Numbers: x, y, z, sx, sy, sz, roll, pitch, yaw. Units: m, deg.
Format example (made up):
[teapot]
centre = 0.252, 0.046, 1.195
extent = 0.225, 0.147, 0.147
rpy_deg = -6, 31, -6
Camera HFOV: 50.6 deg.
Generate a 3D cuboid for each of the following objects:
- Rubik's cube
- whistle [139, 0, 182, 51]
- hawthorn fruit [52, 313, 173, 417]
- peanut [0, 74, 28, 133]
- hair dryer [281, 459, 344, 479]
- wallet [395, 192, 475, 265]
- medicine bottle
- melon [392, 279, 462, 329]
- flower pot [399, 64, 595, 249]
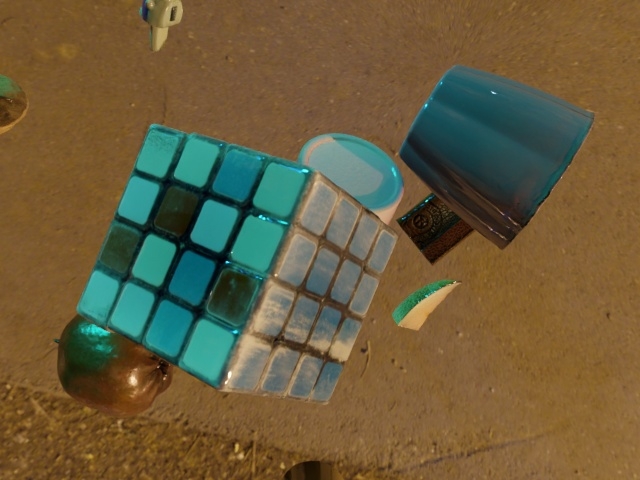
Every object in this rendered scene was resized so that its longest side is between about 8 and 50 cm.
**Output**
[Rubik's cube]
centre = -0.093, 0.034, 0.845
extent = 0.253, 0.259, 0.256
rpy_deg = 21, 86, 30
[whistle]
centre = -0.387, -0.575, 1.647
extent = 0.092, 0.110, 0.244
rpy_deg = 34, 133, 13
[hawthorn fruit]
centre = -0.500, 0.273, 1.613
extent = 0.300, 0.268, 0.268
rpy_deg = 11, 106, 17
[peanut]
centre = -0.604, -0.247, 1.227
extent = 0.263, 0.117, 0.101
rpy_deg = 0, 94, 55
[hair dryer]
centre = 0.068, 0.397, 0.850
extent = 0.278, 0.135, 0.090
rpy_deg = 36, 91, -4
[wallet]
centre = 0.298, -0.069, 1.466
extent = 0.243, 0.039, 0.133
rpy_deg = -39, 99, 7
[medicine bottle]
centre = 0.000, 0.000, 1.293
extent = 0.219, 0.219, 0.388
rpy_deg = 26, 137, 3
[melon]
centre = 0.267, 0.152, 1.692
extent = 0.098, 0.054, 0.182
rpy_deg = 22, 119, -31
[flower pot]
centre = 0.275, -0.156, 1.117
extent = 0.243, 0.265, 0.265
rpy_deg = 33, 108, 5
